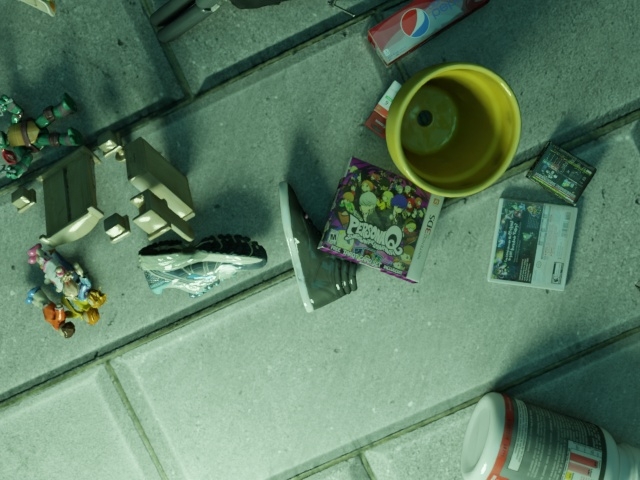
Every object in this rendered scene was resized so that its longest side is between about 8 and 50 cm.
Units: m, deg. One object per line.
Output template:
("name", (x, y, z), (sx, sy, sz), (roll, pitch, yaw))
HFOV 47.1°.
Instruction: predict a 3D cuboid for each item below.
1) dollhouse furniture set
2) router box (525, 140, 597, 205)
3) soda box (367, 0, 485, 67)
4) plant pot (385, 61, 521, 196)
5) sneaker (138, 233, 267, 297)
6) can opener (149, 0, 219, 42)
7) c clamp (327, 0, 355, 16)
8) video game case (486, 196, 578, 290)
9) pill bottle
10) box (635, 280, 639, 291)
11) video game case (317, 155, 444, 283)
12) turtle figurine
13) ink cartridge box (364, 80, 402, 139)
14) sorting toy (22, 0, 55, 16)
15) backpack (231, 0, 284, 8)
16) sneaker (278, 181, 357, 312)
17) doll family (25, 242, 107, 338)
("dollhouse furniture set", (-0.465, -0.041, 1.570), (0.355, 0.174, 0.303), (-29, 51, 12))
("router box", (0.525, -0.146, 1.600), (0.122, 0.038, 0.092), (32, 96, -1))
("soda box", (0.230, -0.473, 1.547), (0.263, 0.092, 0.083), (-32, 93, 5))
("plant pot", (0.240, -0.234, 1.484), (0.254, 0.239, 0.254), (-3, 106, -10))
("sneaker", (-0.255, 0.061, 1.632), (0.283, 0.110, 0.122), (-2, 114, 5))
("can opener", (-0.264, -0.486, 1.491), (0.283, 0.095, 0.076), (-19, 97, 41))
("c clamp", (0.040, -0.581, 1.580), (0.137, 0.022, 0.161), (22, 98, 5))
("video game case", (0.469, 0.008, 1.628), (0.173, 0.022, 0.190), (7, 97, 1))
("pill bottle", (0.506, 0.478, 1.584), (0.363, 0.210, 0.210), (18, 97, 0))
("box", (0.853, 0.163, 1.599), (0.169, 0.087, 0.290), (-38, 94, 6))
("video game case", (0.134, -0.042, 1.575), (0.232, 0.042, 0.210), (21, 79, -12))
("turtle figurine", (-0.641, -0.233, 1.591), (0.234, 0.118, 0.175), (-14, 102, 6))
("ink cartridge box", (0.152, -0.284, 1.602), (0.063, 0.029, 0.115), (36, 96, -3))
("sorting toy", (-0.616, -0.525, 1.578), (0.083, 0.075, 0.045), (25, 97, -1))
("backpack", (-0.098, -0.692, 1.474), (0.290, 0.273, 0.356), (-8, 83, 14))
("sneaker", (0.000, 0.000, 1.608), (0.147, 0.104, 0.296), (-15, 100, 0))
("doll family", (-0.540, 0.105, 1.600), (0.163, 0.118, 0.263), (41, 140, 11))
